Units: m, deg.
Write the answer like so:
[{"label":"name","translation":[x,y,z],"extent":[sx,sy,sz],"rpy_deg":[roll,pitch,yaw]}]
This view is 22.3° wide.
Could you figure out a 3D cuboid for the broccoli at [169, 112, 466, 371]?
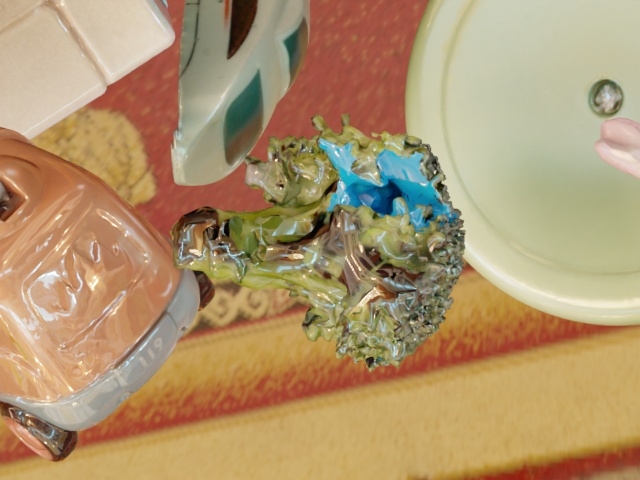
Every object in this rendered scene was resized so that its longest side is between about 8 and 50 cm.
[{"label":"broccoli","translation":[0.000,0.000,0.893],"extent":[0.160,0.167,0.154],"rpy_deg":[1,154,-29]}]

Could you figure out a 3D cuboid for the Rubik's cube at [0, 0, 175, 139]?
[{"label":"Rubik's cube","translation":[-0.364,-0.270,1.670],"extent":[0.319,0.322,0.316],"rpy_deg":[-33,106,3]}]

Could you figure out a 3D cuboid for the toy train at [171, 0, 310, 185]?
[{"label":"toy train","translation":[-0.050,-0.186,1.138],"extent":[0.088,0.407,0.086],"rpy_deg":[1,136,-1]}]

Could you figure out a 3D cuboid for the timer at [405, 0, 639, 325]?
[{"label":"timer","translation":[0.254,-0.097,1.156],"extent":[0.291,0.315,0.290],"rpy_deg":[2,94,29]}]

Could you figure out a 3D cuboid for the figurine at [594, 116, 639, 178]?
[{"label":"figurine","translation":[0.211,0.093,0.323],"extent":[0.284,0.206,0.315],"rpy_deg":[-8,121,19]}]

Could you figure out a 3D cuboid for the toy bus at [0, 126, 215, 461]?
[{"label":"toy bus","translation":[-0.243,0.020,1.265],"extent":[0.288,0.194,0.232],"rpy_deg":[21,153,42]}]
